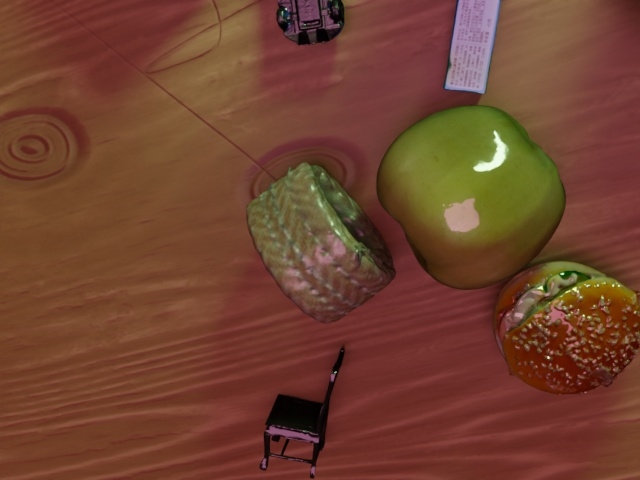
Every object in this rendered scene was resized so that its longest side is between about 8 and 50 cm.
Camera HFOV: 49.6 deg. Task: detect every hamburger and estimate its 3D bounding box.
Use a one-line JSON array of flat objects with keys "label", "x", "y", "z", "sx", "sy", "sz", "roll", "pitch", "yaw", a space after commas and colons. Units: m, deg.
[{"label": "hamburger", "x": 0.382, "y": 0.138, "z": 1.079, "sx": 0.236, "sy": 0.147, "sz": 0.237, "roll": 4, "pitch": 111, "yaw": 10}]

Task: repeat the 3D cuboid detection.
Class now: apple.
[{"label": "apple", "x": 0.214, "y": -0.062, "z": 0.997, "sx": 0.262, "sy": 0.262, "sz": 0.262, "roll": 3, "pitch": 108, "yaw": 10}]

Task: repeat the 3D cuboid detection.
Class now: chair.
[{"label": "chair", "x": -0.031, "y": 0.295, "z": 1.237, "sx": 0.113, "sy": 0.106, "sz": 0.229, "roll": 10, "pitch": 108, "yaw": 6}]

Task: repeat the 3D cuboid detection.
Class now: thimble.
[{"label": "thimble", "x": 0.004, "y": 0.004, "z": 1.092, "sx": 0.148, "sy": 0.196, "sz": 0.229, "roll": -36, "pitch": 68, "yaw": 17}]

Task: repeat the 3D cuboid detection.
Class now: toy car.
[{"label": "toy car", "x": -0.021, "y": -0.402, "z": 1.032, "sx": 0.103, "sy": 0.063, "sz": 0.216, "roll": -5, "pitch": 101, "yaw": 13}]

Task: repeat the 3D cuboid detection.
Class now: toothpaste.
[{"label": "toothpaste", "x": 0.229, "y": -0.352, "z": 1.003, "sx": 0.065, "sy": 0.050, "sz": 0.267, "roll": 8, "pitch": 109, "yaw": 8}]
